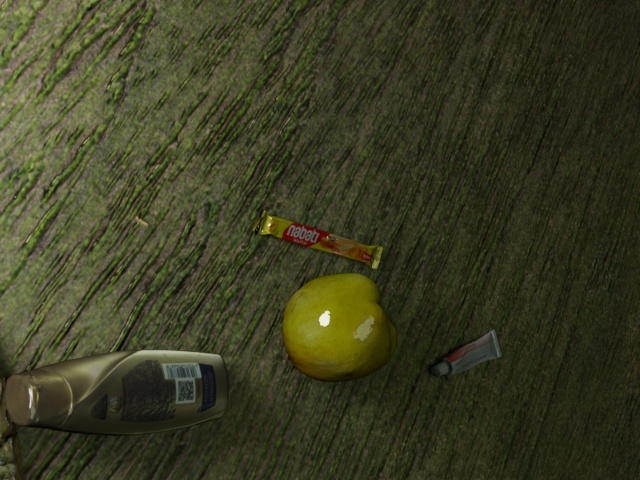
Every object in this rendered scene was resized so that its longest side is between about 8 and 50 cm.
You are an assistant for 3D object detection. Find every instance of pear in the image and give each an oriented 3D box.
[{"bbox_3d":[0.031,0.151,1.630,0.200,0.200,0.200,3,85,-39],"label":"pear"}]

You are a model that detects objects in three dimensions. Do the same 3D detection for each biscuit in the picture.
[{"bbox_3d":[0.000,0.000,1.715,0.292,0.026,0.048,16,96,-37],"label":"biscuit"}]

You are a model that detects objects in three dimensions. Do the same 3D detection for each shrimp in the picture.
[{"bbox_3d":[-0.449,0.248,1.263,0.058,0.169,0.296,-13,92,-3],"label":"shrimp"}]

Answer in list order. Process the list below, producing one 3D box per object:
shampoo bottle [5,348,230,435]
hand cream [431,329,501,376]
[{"bbox_3d":[-0.288,0.224,1.395,0.350,0.084,0.125,3,79,-47],"label":"shampoo bottle"},{"bbox_3d":[0.301,0.236,1.940,0.216,0.038,0.052,-14,120,-45],"label":"hand cream"}]
